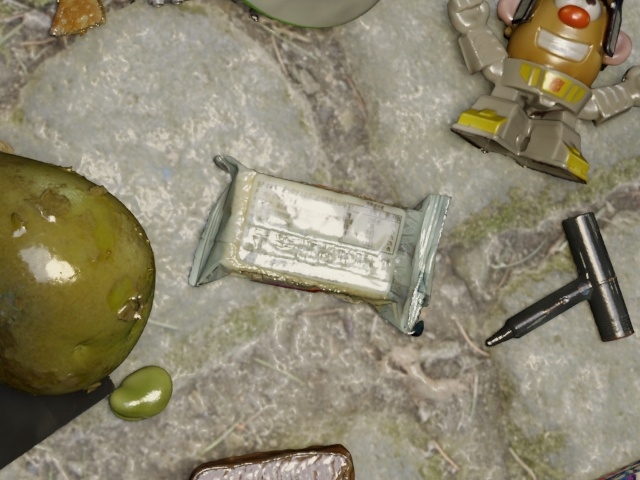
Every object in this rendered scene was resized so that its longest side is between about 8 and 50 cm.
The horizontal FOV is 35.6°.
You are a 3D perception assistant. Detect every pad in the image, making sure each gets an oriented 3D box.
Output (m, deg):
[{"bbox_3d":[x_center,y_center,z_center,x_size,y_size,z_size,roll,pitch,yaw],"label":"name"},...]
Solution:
[{"bbox_3d":[-0.360,0.193,1.229,0.193,0.004,0.116,-34,73,-9],"label":"pad"}]

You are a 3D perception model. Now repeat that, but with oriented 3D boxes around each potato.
[{"bbox_3d":[-0.361,0.015,1.140,0.359,0.219,0.270,32,121,-1],"label":"potato"}]

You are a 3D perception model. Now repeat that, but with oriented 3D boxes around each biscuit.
[{"bbox_3d":[-0.001,0.005,1.270,0.309,0.079,0.186,11,86,-7],"label":"biscuit"}]

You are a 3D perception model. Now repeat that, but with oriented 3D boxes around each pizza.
[{"bbox_3d":[-0.316,-0.290,1.281,0.078,0.025,0.083,-39,73,6],"label":"pizza"}]

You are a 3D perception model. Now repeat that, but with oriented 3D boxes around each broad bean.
[{"bbox_3d":[-0.223,0.193,1.245,0.083,0.045,0.063,-31,70,-14],"label":"broad bean"}]

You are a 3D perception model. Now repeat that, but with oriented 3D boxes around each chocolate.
[{"bbox_3d":[-0.061,0.333,1.228,0.214,0.093,0.148,-5,85,-8],"label":"chocolate"}]

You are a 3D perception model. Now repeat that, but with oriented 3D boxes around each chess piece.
[{"bbox_3d":[-0.400,-0.112,1.220,0.035,0.092,0.035,1,85,-7],"label":"chess piece"}]

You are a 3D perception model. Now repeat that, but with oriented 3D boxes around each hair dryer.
[{"bbox_3d":[0.299,0.069,1.322,0.195,0.050,0.173,-17,85,-5],"label":"hair dryer"}]

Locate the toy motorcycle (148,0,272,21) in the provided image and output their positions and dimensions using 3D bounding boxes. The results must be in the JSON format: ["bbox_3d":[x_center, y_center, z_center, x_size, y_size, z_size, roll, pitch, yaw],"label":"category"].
[{"bbox_3d":[-0.125,-0.336,1.284,0.215,0.080,0.122,-9,84,-5],"label":"toy motorcycle"}]

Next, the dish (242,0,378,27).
[{"bbox_3d":[-0.002,-0.436,1.227,0.324,0.124,0.324,4,81,-29],"label":"dish"}]

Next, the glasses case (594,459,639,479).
[{"bbox_3d":[0.439,0.348,1.298,0.327,0.076,0.125,-20,87,-9],"label":"glasses case"}]

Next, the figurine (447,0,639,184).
[{"bbox_3d":[0.297,-0.233,1.294,0.308,0.143,0.308,-2,94,-23],"label":"figurine"}]
